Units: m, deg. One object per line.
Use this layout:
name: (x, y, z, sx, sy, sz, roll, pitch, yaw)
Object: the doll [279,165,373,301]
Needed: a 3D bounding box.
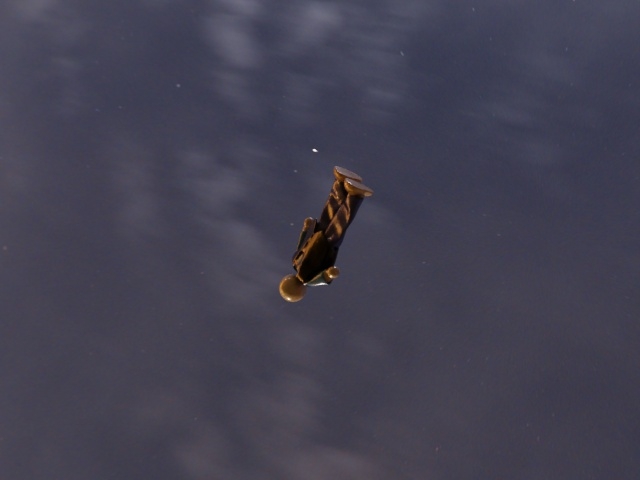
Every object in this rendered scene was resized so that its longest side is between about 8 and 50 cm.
doll: (0.000, 0.000, 0.801, 0.189, 0.046, 0.129, -62, -150, 19)
